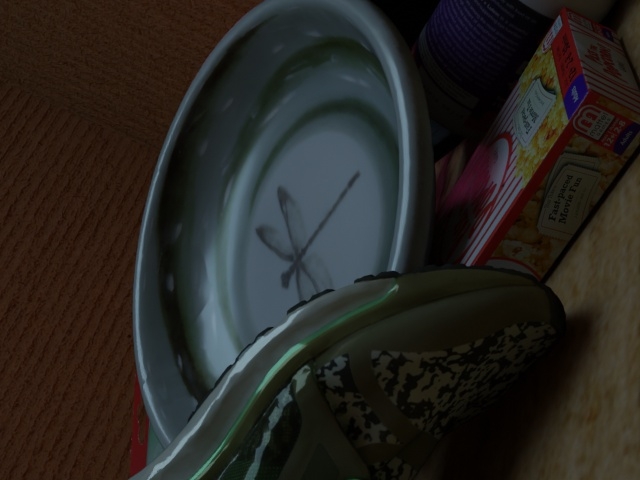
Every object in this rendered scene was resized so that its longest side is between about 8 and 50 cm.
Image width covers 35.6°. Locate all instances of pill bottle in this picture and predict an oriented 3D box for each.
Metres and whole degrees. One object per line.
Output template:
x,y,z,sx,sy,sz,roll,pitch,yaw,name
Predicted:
0.148,-0.172,0.728,0.193,0.108,0.108,122,169,-48,pill bottle

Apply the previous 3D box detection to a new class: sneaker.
-0.016,0.181,0.535,0.410,0.158,0.182,-39,54,6,sneaker

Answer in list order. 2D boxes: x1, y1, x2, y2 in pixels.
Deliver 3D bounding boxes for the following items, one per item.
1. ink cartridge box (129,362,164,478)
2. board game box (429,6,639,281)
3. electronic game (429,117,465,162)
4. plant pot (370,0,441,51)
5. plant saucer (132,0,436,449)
-0.164,0.172,1.014,0.224,0.056,0.181,-14,70,52,ink cartridge box
0.132,-0.037,0.647,0.147,0.045,0.194,-78,14,-59,board game box
0.047,-0.070,0.976,0.229,0.048,0.229,-29,11,6,electronic game
0.145,-0.293,0.877,0.230,0.215,0.215,-54,-2,-42,plant pot
-0.022,0.001,0.802,0.400,0.100,0.401,-22,62,51,plant saucer
